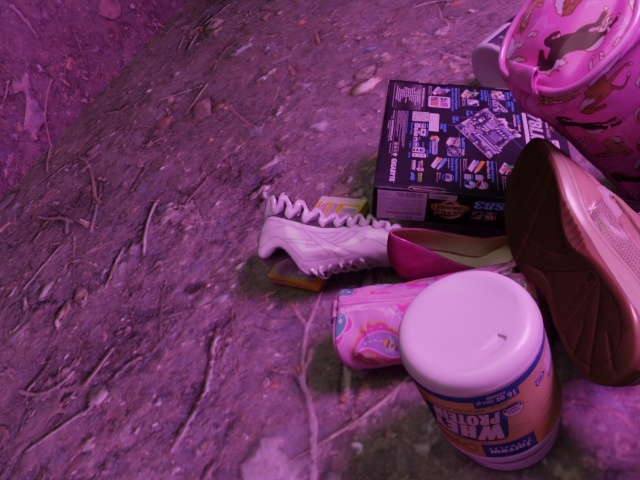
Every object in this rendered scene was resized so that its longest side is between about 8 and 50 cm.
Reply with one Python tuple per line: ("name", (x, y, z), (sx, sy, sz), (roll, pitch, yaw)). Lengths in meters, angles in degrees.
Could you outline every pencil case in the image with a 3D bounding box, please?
("pencil case", (0.157, 0.095, 0.769), (0.284, 0.124, 0.124), (-14, 41, 21))
("pencil case", (0.371, -0.161, 0.702), (0.160, 0.386, 0.167), (-8, 65, 46))

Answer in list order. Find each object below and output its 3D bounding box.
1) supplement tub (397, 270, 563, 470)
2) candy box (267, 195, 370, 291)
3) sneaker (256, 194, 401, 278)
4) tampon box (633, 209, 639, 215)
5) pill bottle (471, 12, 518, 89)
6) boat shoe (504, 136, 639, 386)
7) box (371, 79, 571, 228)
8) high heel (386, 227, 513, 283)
("supplement tub", (0.179, 0.146, 0.631), (0.144, 0.200, 0.144), (-18, 39, 16))
("candy box", (0.000, 0.000, 1.050), (0.105, 0.027, 0.206), (6, 51, 38))
("sneaker", (0.029, 0.014, 0.944), (0.292, 0.110, 0.118), (12, 69, 24))
("tampon box", (0.358, 0.059, 0.691), (0.120, 0.101, 0.161), (-8, 44, 27))
("pill bottle", (0.421, -0.390, 1.129), (0.245, 0.130, 0.130), (-40, 39, -12))
("boat shoe", (0.292, 0.012, 0.629), (0.110, 0.122, 0.341), (7, 43, -10))
("box", (0.241, -0.146, 0.941), (0.293, 0.073, 0.295), (6, 47, 5))
("high heel", (0.218, 0.007, 0.820), (0.244, 0.117, 0.082), (-10, 39, 15))
